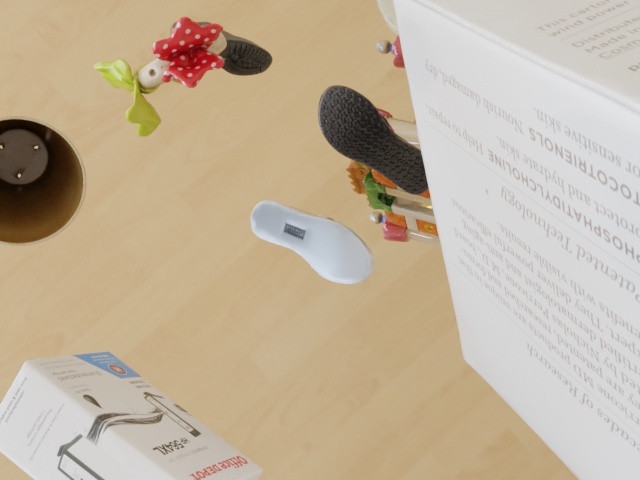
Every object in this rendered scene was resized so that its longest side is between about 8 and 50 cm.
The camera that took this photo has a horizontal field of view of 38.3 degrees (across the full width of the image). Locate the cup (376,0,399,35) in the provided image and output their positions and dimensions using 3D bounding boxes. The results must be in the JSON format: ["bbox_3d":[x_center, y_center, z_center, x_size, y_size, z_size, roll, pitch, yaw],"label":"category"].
[{"bbox_3d":[0.196,-0.349,1.120,0.236,0.331,0.331,-12,99,-14],"label":"cup"}]

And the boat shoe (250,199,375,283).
[{"bbox_3d":[-0.002,0.004,1.855,0.105,0.306,0.113,7,101,-55],"label":"boat shoe"}]

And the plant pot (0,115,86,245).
[{"bbox_3d":[-0.575,-0.139,1.758,0.237,0.254,0.237,-5,108,-16],"label":"plant pot"}]

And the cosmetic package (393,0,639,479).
[{"bbox_3d":[0.298,-0.032,0.708,0.329,0.327,0.394,-25,124,-12],"label":"cosmetic package"}]

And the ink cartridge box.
[{"bbox_3d":[-0.171,0.193,0.829,0.203,0.148,0.086,32,95,16],"label":"ink cartridge box"}]

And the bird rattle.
[{"bbox_3d":[-0.239,-0.298,1.509,0.253,0.207,0.143,-32,99,37],"label":"bird rattle"}]

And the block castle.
[{"bbox_3d":[0.203,-0.206,2.011,0.212,0.453,0.303,15,64,21],"label":"block castle"}]

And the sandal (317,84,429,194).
[{"bbox_3d":[0.061,-0.115,1.071,0.179,0.040,0.067,36,103,-28],"label":"sandal"}]

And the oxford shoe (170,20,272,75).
[{"bbox_3d":[-0.197,-0.398,1.860,0.227,0.096,0.083,12,131,-36],"label":"oxford shoe"}]
